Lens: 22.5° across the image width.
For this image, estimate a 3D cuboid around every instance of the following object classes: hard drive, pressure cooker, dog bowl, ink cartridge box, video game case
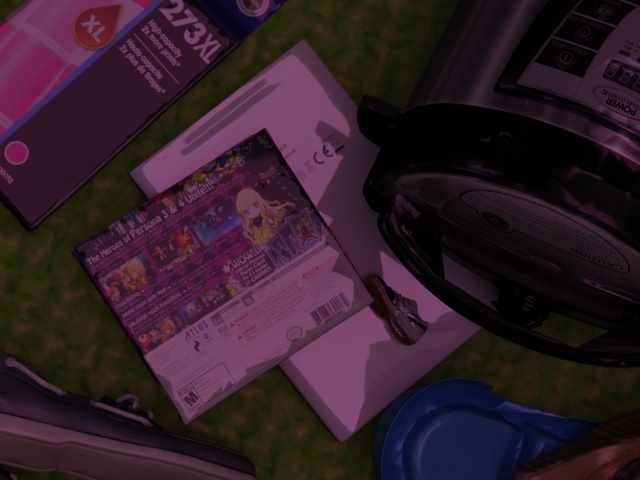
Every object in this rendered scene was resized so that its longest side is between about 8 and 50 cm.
[{"bbox_3d":[0.000,0.000,1.678,0.233,0.047,0.353,-39,94,-10],"label":"hard drive"},{"bbox_3d":[0.268,-0.090,1.550,0.375,0.370,0.420,38,73,-35],"label":"pressure cooker"},{"bbox_3d":[0.186,0.240,1.666,0.297,0.074,0.166,20,87,-18],"label":"dog bowl"},{"bbox_3d":[-0.218,-0.196,1.642,0.371,0.069,0.176,-43,95,-11],"label":"ink cartridge box"},{"bbox_3d":[-0.097,0.036,1.611,0.232,0.042,0.210,-34,92,-11],"label":"video game case"}]

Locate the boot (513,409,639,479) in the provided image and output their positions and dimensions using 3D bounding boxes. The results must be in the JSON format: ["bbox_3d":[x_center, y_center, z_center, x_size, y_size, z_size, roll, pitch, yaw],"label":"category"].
[{"bbox_3d":[0.314,0.292,1.637,0.248,0.090,0.207,-18,105,-13],"label":"boot"}]

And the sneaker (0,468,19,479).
[{"bbox_3d":[-0.269,0.308,1.598,0.121,0.108,0.302,-36,88,-29],"label":"sneaker"}]

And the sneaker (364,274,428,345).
[{"bbox_3d":[0.078,0.067,1.654,0.037,0.032,0.083,-36,94,-30],"label":"sneaker"}]

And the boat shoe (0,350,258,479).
[{"bbox_3d":[-0.203,0.187,1.598,0.319,0.116,0.099,17,57,-22],"label":"boat shoe"}]
